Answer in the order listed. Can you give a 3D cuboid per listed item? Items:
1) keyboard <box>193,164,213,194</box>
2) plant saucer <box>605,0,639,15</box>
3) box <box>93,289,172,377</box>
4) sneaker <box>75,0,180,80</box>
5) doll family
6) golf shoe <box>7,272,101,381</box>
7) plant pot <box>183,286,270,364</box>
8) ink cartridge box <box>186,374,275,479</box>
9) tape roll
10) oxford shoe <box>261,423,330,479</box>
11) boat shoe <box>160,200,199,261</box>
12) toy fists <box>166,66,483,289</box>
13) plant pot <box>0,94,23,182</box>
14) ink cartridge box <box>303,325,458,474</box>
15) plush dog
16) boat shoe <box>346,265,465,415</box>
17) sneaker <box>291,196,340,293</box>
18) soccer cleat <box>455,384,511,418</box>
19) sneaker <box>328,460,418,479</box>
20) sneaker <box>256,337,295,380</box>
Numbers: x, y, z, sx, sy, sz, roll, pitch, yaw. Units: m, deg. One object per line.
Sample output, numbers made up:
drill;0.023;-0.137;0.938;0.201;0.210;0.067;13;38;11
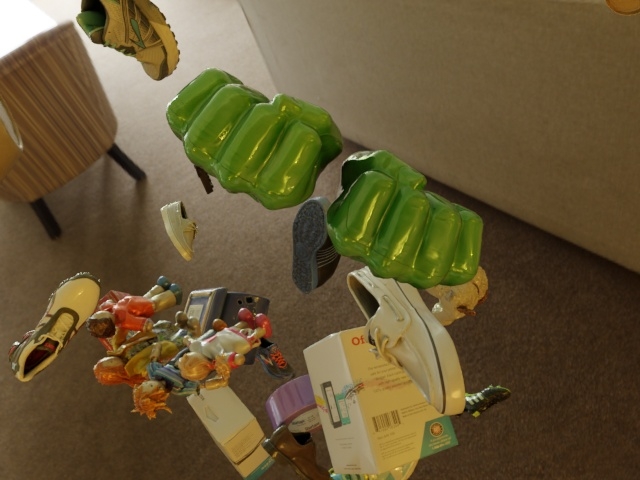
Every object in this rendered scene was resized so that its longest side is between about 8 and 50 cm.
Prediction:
keyboard;-0.276;-0.187;1.204;0.023;0.180;0.108;-22;41;-5
plant saucer;0.528;-0.424;0.930;0.083;0.015;0.083;0;92;17
box;-0.563;0.282;1.621;0.122;0.128;0.257;-43;80;-4
sneaker;-0.320;-0.347;0.863;0.110;0.283;0.122;38;73;17
doll family;-0.195;0.153;0.714;0.263;0.118;0.163;13;27;31
golf shoe;-0.595;0.202;1.247;0.273;0.105;0.120;-54;31;-7
plant pot;-0.341;0.281;1.856;0.236;0.212;0.236;-10;61;47
ink cartridge box;-0.282;0.616;1.769;0.129;0.307;0.223;-36;49;-22
tape roll;-0.041;0.428;1.403;0.189;0.189;0.080;-27;54;-3
oxford shoe;-0.036;0.528;1.335;0.096;0.227;0.083;-48;31;-12
boat shoe;-0.410;-0.038;1.624;0.081;0.079;0.227;-30;53;-2
toy fists;0.008;-0.049;0.454;0.096;0.279;0.142;-58;4;11
plant pot;-0.650;-0.189;0.957;0.191;0.284;0.284;-22;44;-14
ink cartridge box;0.116;0.321;1.143;0.198;0.197;0.270;-7;72;-28
plush dog;0.521;0.175;1.976;0.225;0.262;0.210;-38;29;-28
boat shoe;0.100;0.119;0.713;0.088;0.096;0.267;-10;39;-9
sneaker;0.000;0.000;1.066;0.081;0.232;0.090;36;47;24
soccer cleat;0.441;0.445;1.492;0.179;0.060;0.072;-31;30;42
sneaker;0.147;0.680;1.613;0.319;0.208;0.127;-48;49;6
sneaker;-0.176;0.419;1.963;0.221;0.087;0.083;35;29;21
